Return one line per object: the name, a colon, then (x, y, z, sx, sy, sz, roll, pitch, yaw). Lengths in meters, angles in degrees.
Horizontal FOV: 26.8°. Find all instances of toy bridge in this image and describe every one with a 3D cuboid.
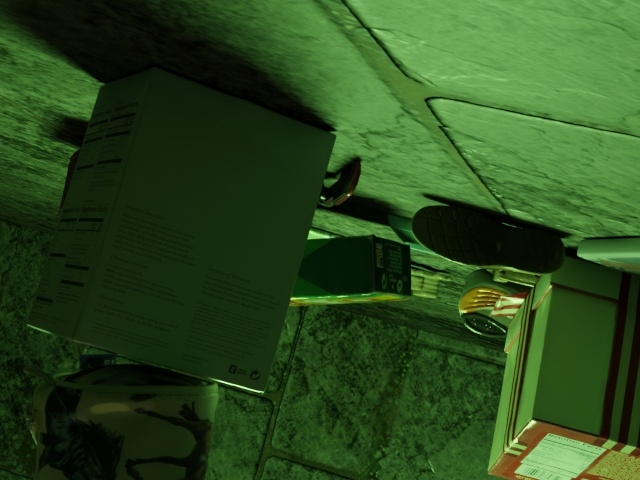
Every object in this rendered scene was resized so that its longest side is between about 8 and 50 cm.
toy bridge: (0.341, 0.069, 1.906, 0.188, 0.026, 0.063, 17, 173, -11)

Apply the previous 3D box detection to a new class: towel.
towel: (0.000, 0.000, 2.166, 0.152, 0.023, 0.113, 17, 175, -8)

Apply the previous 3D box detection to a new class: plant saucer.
plant saucer: (0.135, -0.004, 1.820, 0.067, 0.018, 0.192, 15, 175, 14)

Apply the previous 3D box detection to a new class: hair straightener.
hair straightener: (-0.013, -0.072, 1.516, 0.089, 0.047, 0.230, 17, 178, -5)

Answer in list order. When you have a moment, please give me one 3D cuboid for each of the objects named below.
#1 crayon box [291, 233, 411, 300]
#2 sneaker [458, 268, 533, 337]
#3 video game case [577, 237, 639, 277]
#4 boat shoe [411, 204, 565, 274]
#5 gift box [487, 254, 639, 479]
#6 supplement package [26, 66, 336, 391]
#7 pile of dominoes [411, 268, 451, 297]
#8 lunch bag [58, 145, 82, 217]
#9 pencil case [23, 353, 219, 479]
crayon box: (-0.054, 0.047, 1.807, 0.318, 0.081, 0.202, -3, 175, 18)
sneaker: (0.329, 0.109, 1.984, 0.262, 0.099, 0.121, 26, -154, -8)
video game case: (0.403, 0.033, 1.441, 0.183, 0.023, 0.201, 18, 174, -17)
boat shoe: (0.189, 0.005, 1.542, 0.178, 0.064, 0.060, 13, 172, 0)
gift box: (0.343, 0.174, 1.693, 0.255, 0.258, 0.276, 17, 153, -5)
supplement package: (-0.142, -0.008, 1.333, 0.199, 0.262, 0.198, 19, 173, -23)
pile of dominoes: (0.079, 0.056, 2.270, 0.251, 0.040, 0.196, 11, 177, -13)
lunch bag: (-0.221, -0.054, 1.855, 0.258, 0.120, 0.293, 13, 173, -14)
pencil case: (-0.218, 0.319, 1.284, 0.183, 0.410, 0.160, 9, -179, 1)
